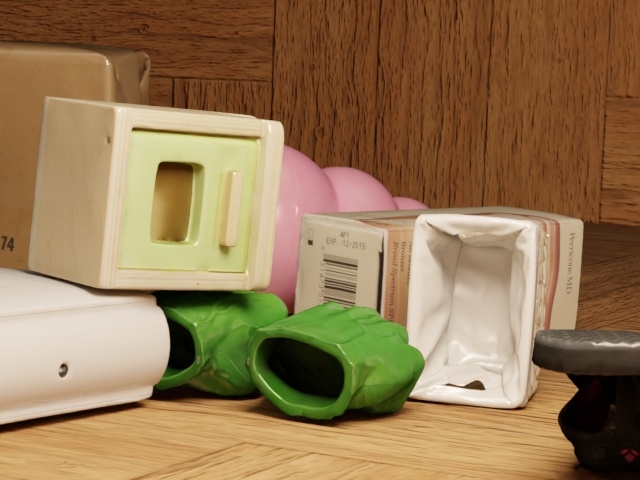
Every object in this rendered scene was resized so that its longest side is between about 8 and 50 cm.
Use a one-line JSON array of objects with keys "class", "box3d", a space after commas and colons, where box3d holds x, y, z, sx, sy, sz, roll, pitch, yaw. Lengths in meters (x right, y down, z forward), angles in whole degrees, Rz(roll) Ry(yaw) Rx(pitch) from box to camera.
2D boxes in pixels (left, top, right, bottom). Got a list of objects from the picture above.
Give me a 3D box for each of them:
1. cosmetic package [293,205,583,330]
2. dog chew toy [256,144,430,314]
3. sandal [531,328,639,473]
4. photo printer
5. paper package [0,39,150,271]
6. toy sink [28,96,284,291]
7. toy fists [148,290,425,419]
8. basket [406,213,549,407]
[{"class": "cosmetic package", "box3d": [0.124, 0.046, 1.899, 0.296, 0.153, 0.129, -5, 11, -43]}, {"class": "dog chew toy", "box3d": [0.000, 0.000, 2.144, 0.331, 0.207, 0.206, 8, 2, -27]}, {"class": "sandal", "box3d": [0.263, 0.131, 1.436, 0.167, 0.107, 0.446, 2, -7, 15]}, {"class": "photo printer", "box3d": [-0.316, 0.086, 1.519, 0.256, 0.107, 0.307, 7, 7, 37]}, {"class": "paper package", "box3d": [-0.388, -0.095, 2.318, 0.324, 0.310, 0.168, 3, 8, 11]}, {"class": "toy sink", "box3d": [-0.117, -0.038, 1.614, 0.234, 0.153, 0.131, 3, 5, -40]}, {"class": "toy fists", "box3d": [-0.045, 0.096, 1.619, 0.279, 0.096, 0.142, 8, 15, 31]}, {"class": "basket", "box3d": [0.144, 0.063, 1.681, 0.113, 0.167, 0.103, 4, -1, 16]}]
